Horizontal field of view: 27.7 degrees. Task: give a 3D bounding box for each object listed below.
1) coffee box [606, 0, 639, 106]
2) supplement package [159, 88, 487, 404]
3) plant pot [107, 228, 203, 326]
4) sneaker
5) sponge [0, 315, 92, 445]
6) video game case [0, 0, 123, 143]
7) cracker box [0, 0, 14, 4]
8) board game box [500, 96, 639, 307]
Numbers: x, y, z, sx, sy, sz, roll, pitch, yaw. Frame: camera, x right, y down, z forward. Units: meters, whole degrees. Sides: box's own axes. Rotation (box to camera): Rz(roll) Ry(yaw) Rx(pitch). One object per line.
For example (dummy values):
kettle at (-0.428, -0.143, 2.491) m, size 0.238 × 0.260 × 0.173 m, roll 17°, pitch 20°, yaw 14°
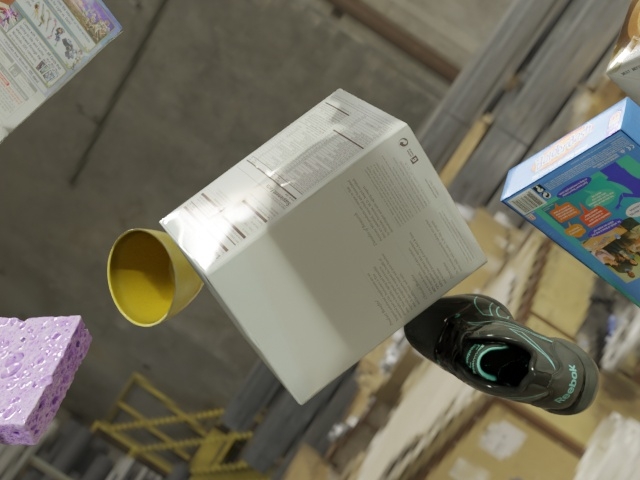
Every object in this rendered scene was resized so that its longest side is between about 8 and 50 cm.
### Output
coffee box at (0.463, -0.292, 1.507) m, size 0.168 × 0.119 × 0.297 m, roll -23°, pitch 34°, yaw 51°
supplement package at (0.000, 0.000, 1.449) m, size 0.262 × 0.199 × 0.198 m, roll -37°, pitch 27°, yaw -7°
plant pot at (-0.214, 0.046, 1.796) m, size 0.095 × 0.134 × 0.134 m, roll -9°, pitch -39°, yaw -50°
sneaker at (0.181, 0.115, 1.443) m, size 0.267 × 0.106 × 0.101 m, roll 17°, pitch 93°, yaw 47°
sponge at (-0.301, 0.114, 1.075) m, size 0.117 × 0.210 × 0.031 m, roll -69°, pitch -32°, yaw -42°
video game case at (-0.389, -0.269, 1.458) m, size 0.061 × 0.269 × 0.244 m, roll -10°, pitch 33°, yaw 50°
cracker box at (-0.279, -0.301, 0.936) m, size 0.067 × 0.156 × 0.232 m, roll -30°, pitch 59°, yaw 34°
board game box at (0.303, -0.026, 1.233) m, size 0.160 × 0.210 × 0.047 m, roll -33°, pitch 27°, yaw 46°
